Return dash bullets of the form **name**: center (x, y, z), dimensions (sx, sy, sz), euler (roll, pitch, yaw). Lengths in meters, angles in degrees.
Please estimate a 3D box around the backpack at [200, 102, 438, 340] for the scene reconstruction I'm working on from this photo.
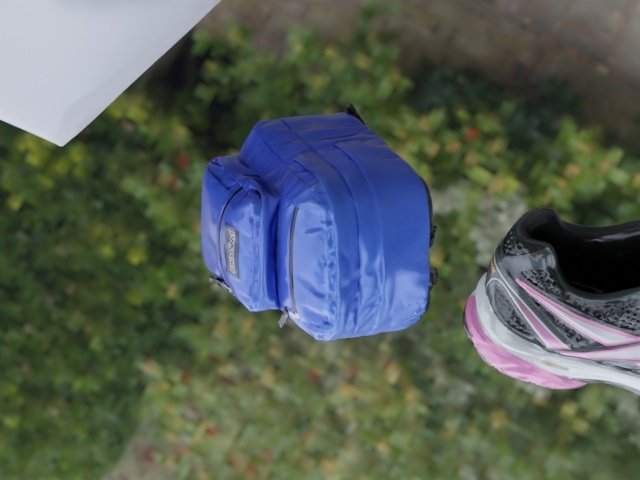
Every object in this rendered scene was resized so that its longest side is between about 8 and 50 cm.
- **backpack**: center (0.000, 0.000, 0.954), dimensions (0.101, 0.098, 0.120), euler (-15, -154, -22)

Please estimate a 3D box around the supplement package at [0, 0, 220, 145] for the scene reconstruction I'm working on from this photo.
- **supplement package**: center (-0.180, -0.194, 1.019), dimensions (0.139, 0.134, 0.244), euler (25, -151, -55)

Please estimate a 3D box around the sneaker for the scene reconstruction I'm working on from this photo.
- **sneaker**: center (0.153, 0.031, 0.804), dimensions (0.178, 0.072, 0.077), euler (8, 137, -2)
